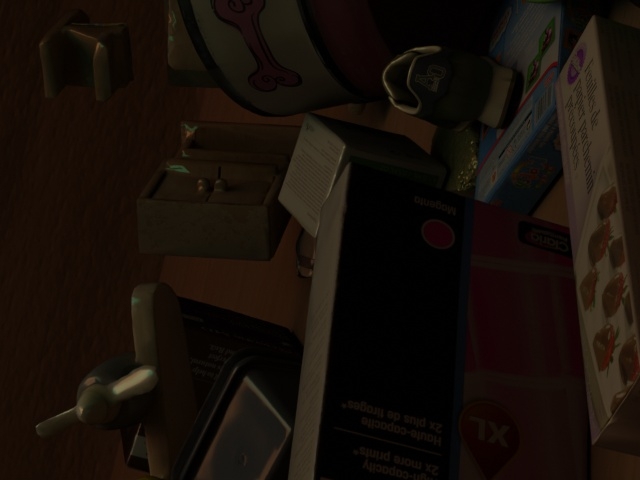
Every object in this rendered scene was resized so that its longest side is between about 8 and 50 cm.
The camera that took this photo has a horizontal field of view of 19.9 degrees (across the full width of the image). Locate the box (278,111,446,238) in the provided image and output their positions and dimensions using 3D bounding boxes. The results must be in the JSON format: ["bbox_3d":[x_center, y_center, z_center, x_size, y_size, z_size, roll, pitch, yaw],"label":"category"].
[{"bbox_3d":[0.034,-0.047,1.557,0.102,0.101,0.087,48,122,61],"label":"box"}]

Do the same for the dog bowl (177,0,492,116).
[{"bbox_3d":[0.034,-0.302,1.551,0.408,0.150,0.408,-24,-63,-59],"label":"dog bowl"}]

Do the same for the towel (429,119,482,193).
[{"bbox_3d":[0.122,-0.075,1.555,0.148,0.027,0.110,-86,16,-48],"label":"towel"}]

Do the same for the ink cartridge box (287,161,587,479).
[{"bbox_3d":[0.073,0.127,1.116,0.069,0.176,0.371,121,162,-51],"label":"ink cartridge box"}]

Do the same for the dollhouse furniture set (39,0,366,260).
[{"bbox_3d":[-0.110,-0.210,2.096,0.256,0.362,0.394,-68,-21,-63],"label":"dollhouse furniture set"}]

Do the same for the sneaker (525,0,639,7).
[{"bbox_3d":[0.149,-0.259,1.177,0.185,0.202,0.483,-61,14,3],"label":"sneaker"}]

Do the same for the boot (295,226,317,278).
[{"bbox_3d":[0.000,0.000,2.042,0.118,0.042,0.087,151,128,-76],"label":"boot"}]

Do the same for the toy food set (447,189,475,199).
[{"bbox_3d":[0.069,0.124,1.428,0.306,0.092,0.220,-62,13,18],"label":"toy food set"}]

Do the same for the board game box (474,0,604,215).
[{"bbox_3d":[0.167,-0.133,1.384,0.160,0.039,0.211,120,162,-53],"label":"board game box"}]

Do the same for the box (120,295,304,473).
[{"bbox_3d":[-0.121,0.172,2.041,0.203,0.168,0.167,-138,65,-78],"label":"box"}]

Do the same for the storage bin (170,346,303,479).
[{"bbox_3d":[-0.037,0.166,1.396,0.091,0.098,0.135,47,116,46],"label":"storage bin"}]

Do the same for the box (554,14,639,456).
[{"bbox_3d":[0.185,-0.010,1.051,0.324,0.067,0.063,-88,18,-49],"label":"box"}]

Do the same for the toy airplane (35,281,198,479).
[{"bbox_3d":[-0.137,0.284,1.676,0.384,0.272,0.386,86,176,-58],"label":"toy airplane"}]

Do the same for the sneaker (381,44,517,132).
[{"bbox_3d":[0.089,-0.125,1.424,0.192,0.086,0.064,-150,75,-80],"label":"sneaker"}]
